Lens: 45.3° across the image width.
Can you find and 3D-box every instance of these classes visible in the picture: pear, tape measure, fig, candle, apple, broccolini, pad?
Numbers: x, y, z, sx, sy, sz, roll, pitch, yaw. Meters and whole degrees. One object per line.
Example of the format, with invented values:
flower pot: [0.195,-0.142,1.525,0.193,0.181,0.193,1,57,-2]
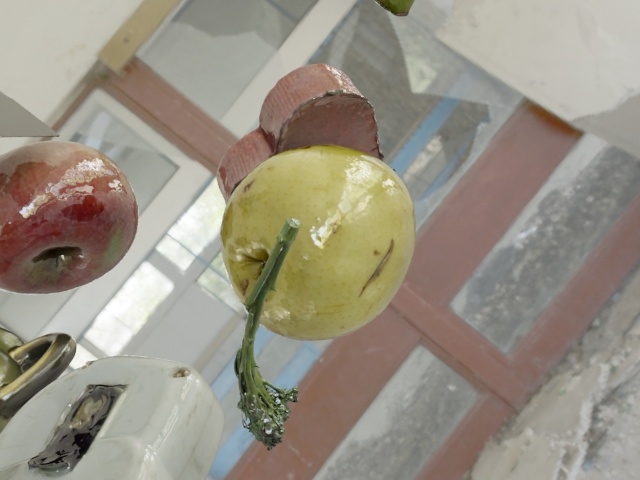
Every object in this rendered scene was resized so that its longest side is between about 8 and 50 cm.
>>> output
pear: [0.000,0.000,1.178,0.309,0.309,0.309,-51,2,3]
tape measure: [-0.253,0.245,0.844,0.258,0.130,0.265,-10,36,26]
fig: [0.098,-0.343,1.028,0.074,0.087,0.074,-20,4,1]
candle: [-0.011,-0.144,1.325,0.317,0.287,0.131,-52,41,28]
apple: [-0.531,-0.056,1.487,0.345,0.269,0.344,-20,-30,-12]
broccolini: [-0.044,0.072,0.593,0.054,0.052,0.194,-59,-26,-64]
pad: [-0.593,-0.232,1.187,0.007,0.248,0.367,-53,-4,14]

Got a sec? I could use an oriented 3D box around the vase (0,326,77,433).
vase: [-0.552,0.244,1.271,0.330,0.240,0.302,-24,17,5]
